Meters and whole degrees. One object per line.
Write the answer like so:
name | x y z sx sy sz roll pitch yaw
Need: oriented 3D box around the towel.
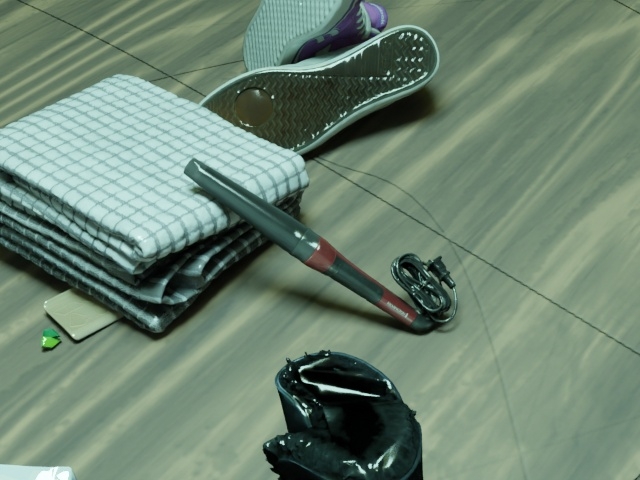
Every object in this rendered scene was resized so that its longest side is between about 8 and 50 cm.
towel | -0.182 -0.047 1.067 0.283 0.121 0.235 26 40 28

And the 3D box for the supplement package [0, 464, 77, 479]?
supplement package | -0.248 0.270 0.592 0.204 0.145 0.262 3 55 2

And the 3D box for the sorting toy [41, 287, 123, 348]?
sorting toy | -0.235 0.073 1.011 0.083 0.012 0.062 -29 48 -30

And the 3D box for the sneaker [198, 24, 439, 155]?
sneaker | -0.006 -0.158 1.225 0.290 0.106 0.123 -18 4 -1

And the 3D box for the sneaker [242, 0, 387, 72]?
sneaker | 0.022 -0.278 1.239 0.161 0.282 0.102 -17 84 -25

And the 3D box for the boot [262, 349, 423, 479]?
boot | 0.037 0.207 0.643 0.094 0.207 0.246 -17 40 -12

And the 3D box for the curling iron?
curling iron | 0.000 0.000 0.959 0.274 0.035 0.068 27 62 -1
